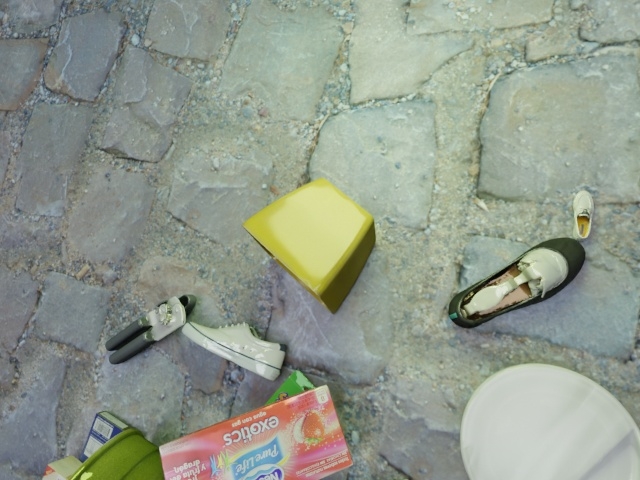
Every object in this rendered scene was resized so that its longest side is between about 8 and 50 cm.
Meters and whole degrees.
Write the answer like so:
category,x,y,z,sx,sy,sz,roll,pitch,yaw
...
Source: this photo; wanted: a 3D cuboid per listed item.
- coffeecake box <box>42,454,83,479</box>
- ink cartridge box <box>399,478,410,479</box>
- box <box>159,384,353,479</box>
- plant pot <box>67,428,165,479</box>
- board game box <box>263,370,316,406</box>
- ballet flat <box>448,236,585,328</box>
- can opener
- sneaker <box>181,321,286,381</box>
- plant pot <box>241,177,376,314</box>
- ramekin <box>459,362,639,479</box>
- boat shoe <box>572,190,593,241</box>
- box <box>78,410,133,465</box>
category,x,y,z,sx,sy,sz,roll,pitch,yaw
coffeecake box,-0.599,0.636,0.962,0.143,0.068,0.185,20,89,21
ink cartridge box,0.038,0.575,0.747,0.312,0.065,0.185,-9,79,-4
box,-0.114,0.384,0.746,0.300,0.154,0.142,-15,72,-15
plant pot,-0.324,0.623,0.789,0.353,0.366,0.366,24,88,8
board game box,-0.089,0.416,0.889,0.124,0.039,0.259,42,96,19
ballet flat,0.372,0.084,0.767,0.281,0.096,0.095,-35,71,9
can opener,-0.418,0.225,1.011,0.280,0.093,0.074,-32,70,19
sneaker,-0.194,0.231,0.938,0.258,0.094,0.091,20,69,16
plant pot,0.000,0.000,0.856,0.212,0.212,0.187,40,81,20
ramekin,0.379,0.346,0.701,0.273,0.127,0.272,-3,79,17
boat shoe,0.502,-0.049,0.781,0.035,0.035,0.100,9,83,19
box,-0.531,0.556,1.005,0.137,0.036,0.225,20,88,20
